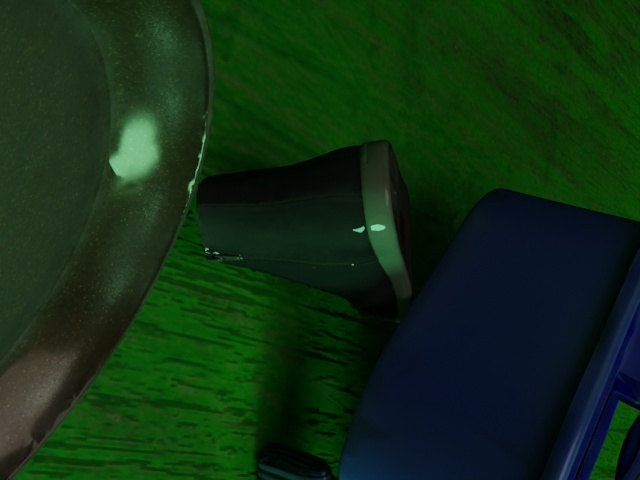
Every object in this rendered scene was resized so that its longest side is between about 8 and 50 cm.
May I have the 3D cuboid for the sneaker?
[{"bbox_3d":[0.000,0.000,0.548,0.222,0.118,0.083,64,24,-65],"label":"sneaker"}]

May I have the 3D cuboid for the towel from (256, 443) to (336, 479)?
[{"bbox_3d":[-0.011,0.200,0.549,0.029,0.067,0.120,-12,102,-44],"label":"towel"}]

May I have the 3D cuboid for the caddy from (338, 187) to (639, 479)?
[{"bbox_3d":[0.159,0.123,0.592,0.341,0.179,0.241,-53,150,-32],"label":"caddy"}]

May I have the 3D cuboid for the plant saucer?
[{"bbox_3d":[-0.150,0.021,0.298,0.311,0.050,0.311,-53,168,-17],"label":"plant saucer"}]
